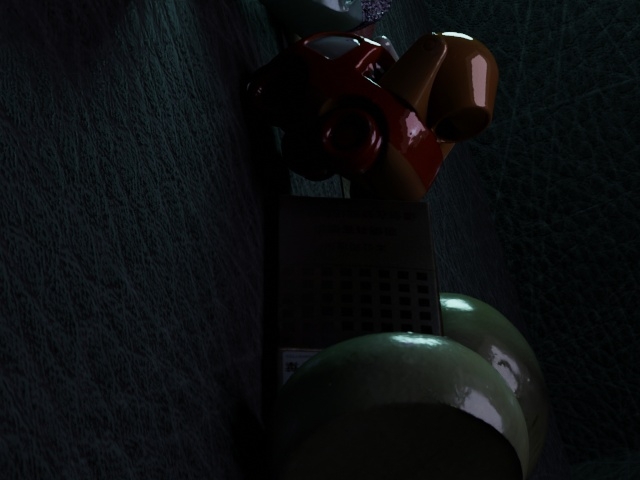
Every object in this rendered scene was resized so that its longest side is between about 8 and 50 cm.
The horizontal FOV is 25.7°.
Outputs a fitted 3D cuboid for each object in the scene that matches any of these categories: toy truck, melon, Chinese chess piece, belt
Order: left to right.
[{"bbox_3d":[-0.019,-0.402,1.798,0.325,0.122,0.260,33,52,-49],"label":"belt"},{"bbox_3d":[0.069,-0.168,1.666,0.265,0.239,0.189,34,-10,30],"label":"toy truck"},{"bbox_3d":[0.071,0.197,1.324,0.101,0.250,0.250,-92,162,-49],"label":"Chinese chess piece"},{"bbox_3d":[0.144,0.195,1.654,0.308,0.272,0.271,57,22,-67],"label":"melon"}]

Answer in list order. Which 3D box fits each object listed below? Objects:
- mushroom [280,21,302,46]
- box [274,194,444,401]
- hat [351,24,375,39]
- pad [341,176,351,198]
[{"bbox_3d":[-0.024,-0.271,1.922,0.060,0.061,0.187,25,47,-67],"label":"mushroom"},{"bbox_3d":[0.040,0.076,1.505,0.324,0.180,0.047,-92,-174,-47],"label":"box"},{"bbox_3d":[0.014,-0.372,2.074,0.286,0.107,0.236,47,39,-67],"label":"hat"},{"bbox_3d":[0.064,-0.063,2.169,0.235,0.003,0.158,55,24,-57],"label":"pad"}]
